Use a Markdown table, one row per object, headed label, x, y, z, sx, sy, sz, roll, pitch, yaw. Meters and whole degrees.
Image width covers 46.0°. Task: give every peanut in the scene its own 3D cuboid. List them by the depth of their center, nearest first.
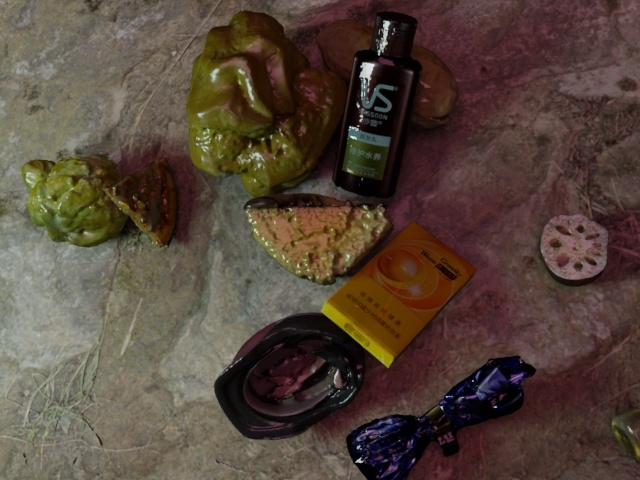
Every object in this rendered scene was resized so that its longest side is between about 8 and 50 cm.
| label | x | y | z | sx | sy | sz | roll | pitch | yaw |
| --- | --- | --- | --- | --- | --- | --- | --- | --- | --- |
| peanut | 0.125 | -0.327 | 1.440 | 0.313 | 0.149 | 0.149 | 30 | 82 | 17 |

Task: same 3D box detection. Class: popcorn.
| label | x | y | z | sx | sy | sz | roll | pitch | yaw |
| --- | --- | --- | --- | --- | --- | --- | --- | --- | --- |
| popcorn | -0.470 | -0.089 | 1.441 | 0.212 | 0.198 | 0.198 | 28 | 82 | 22 |

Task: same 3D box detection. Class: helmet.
| label | x | y | z | sx | sy | sz | roll | pitch | yaw |
| --- | --- | --- | --- | --- | --- | --- | --- | --- | --- |
| helmet | -0.047 | 0.219 | 1.322 | 0.253 | 0.154 | 0.198 | -21 | 112 | 12 |

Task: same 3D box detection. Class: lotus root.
| label | x | y | z | sx | sy | sz | roll | pitch | yaw |
| --- | --- | --- | --- | --- | --- | --- | --- | --- | --- |
| lotus root | 0.445 | 0.019 | 1.335 | 0.112 | 0.081 | 0.122 | 7 | 78 | 12 |

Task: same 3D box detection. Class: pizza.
| label | x | y | z | sx | sy | sz | roll | pitch | yaw |
| --- | --- | --- | --- | --- | --- | --- | --- | --- | --- |
| pizza | -0.335 | -0.092 | 1.433 | 0.036 | 0.176 | 0.184 | -12 | 64 | 32 |

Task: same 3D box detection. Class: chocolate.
| label | x | y | z | sx | sy | sz | roll | pitch | yaw |
| --- | --- | --- | --- | --- | --- | --- | --- | --- | --- |
| chocolate | 0.216 | 0.304 | 1.287 | 0.343 | 0.126 | 0.148 | -30 | 113 | -2 |

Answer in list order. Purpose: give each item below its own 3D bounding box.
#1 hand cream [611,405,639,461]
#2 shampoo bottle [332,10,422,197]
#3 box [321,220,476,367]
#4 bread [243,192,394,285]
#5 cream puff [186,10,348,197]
| label | x | y | z | sx | sy | sz | roll | pitch | yaw |
| --- | --- | --- | --- | --- | --- | --- | --- | --- | --- |
| hand cream | 0.591 | 0.287 | 1.256 | 0.203 | 0.084 | 0.084 | -26 | 74 | -6 |
| shampoo bottle | 0.106 | -0.238 | 1.348 | 0.129 | 0.084 | 0.323 | 17 | 120 | 9 |
| box | 0.142 | 0.085 | 1.315 | 0.152 | 0.043 | 0.269 | 39 | 54 | 13 |
| bread | 0.000 | 0.000 | 1.350 | 0.262 | 0.204 | 0.162 | 2 | 88 | 5 |
| cream puff | -0.098 | -0.255 | 1.384 | 0.270 | 0.274 | 0.323 | 16 | 81 | 20 |
